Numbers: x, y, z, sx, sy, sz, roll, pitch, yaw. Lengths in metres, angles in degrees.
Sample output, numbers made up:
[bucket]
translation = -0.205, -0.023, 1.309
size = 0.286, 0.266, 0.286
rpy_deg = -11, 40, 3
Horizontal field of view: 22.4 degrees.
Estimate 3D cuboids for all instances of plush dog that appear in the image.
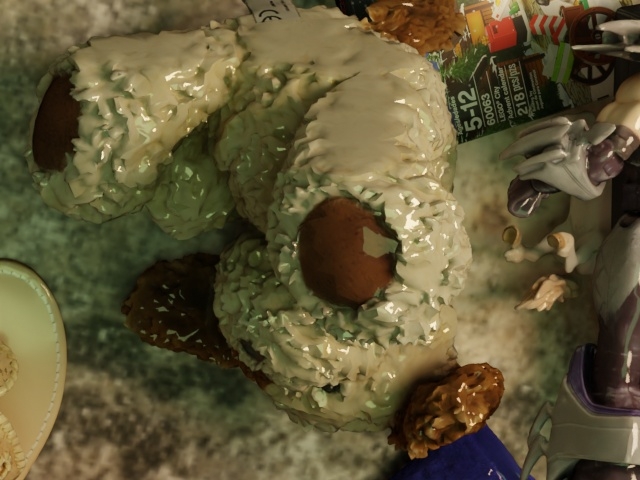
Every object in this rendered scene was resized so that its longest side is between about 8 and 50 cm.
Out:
[plush dog]
translation = 0.000, 0.000, 0.850
size = 0.210, 0.262, 0.225
rpy_deg = -36, 137, -40

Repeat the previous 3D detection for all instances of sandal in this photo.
[sandal]
translation = -0.201, 0.132, 0.886
size = 0.088, 0.079, 0.240
rpy_deg = 23, 97, -17

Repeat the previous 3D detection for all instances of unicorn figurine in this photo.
[unicorn figurine]
translation = 0.170, -0.032, 0.946
size = 0.111, 0.060, 0.162
rpy_deg = 8, 125, -47

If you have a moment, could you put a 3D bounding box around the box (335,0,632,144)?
[box]
translation = 0.081, -0.176, 0.900
size = 0.159, 0.044, 0.233
rpy_deg = -19, 106, -9

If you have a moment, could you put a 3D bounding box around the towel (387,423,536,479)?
[towel]
translation = 0.048, 0.281, 0.956
size = 0.308, 0.076, 0.227
rpy_deg = -38, 75, -3

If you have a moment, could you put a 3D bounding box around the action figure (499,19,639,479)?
[action figure]
translation = 0.169, 0.004, 0.809
size = 0.185, 0.099, 0.285
rpy_deg = 8, 85, -30

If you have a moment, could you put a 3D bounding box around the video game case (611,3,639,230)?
[video game case]
translation = 0.281, -0.021, 0.945
size = 0.248, 0.035, 0.275
rpy_deg = -13, 115, -21
